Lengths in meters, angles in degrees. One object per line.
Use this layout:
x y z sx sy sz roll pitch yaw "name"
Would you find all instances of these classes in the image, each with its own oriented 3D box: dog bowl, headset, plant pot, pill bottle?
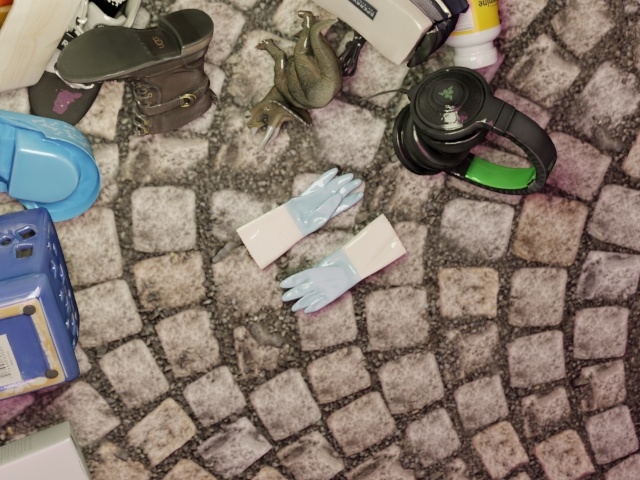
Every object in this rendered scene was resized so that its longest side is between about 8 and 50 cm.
-0.488 -0.125 1.791 0.297 0.074 0.166 10 128 -15 "dog bowl"
0.208 -0.217 1.897 0.394 0.243 0.185 27 72 -2 "headset"
-0.498 0.117 1.779 0.236 0.212 0.236 -15 125 -8 "plant pot"
0.242 -0.380 1.909 0.103 0.103 0.184 -16 109 -9 "pill bottle"

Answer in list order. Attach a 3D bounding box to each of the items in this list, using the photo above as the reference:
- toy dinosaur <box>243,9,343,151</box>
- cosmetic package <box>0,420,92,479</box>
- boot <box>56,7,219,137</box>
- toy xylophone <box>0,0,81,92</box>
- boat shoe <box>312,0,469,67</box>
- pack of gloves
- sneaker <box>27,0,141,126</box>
-0.014 -0.268 1.827 0.121 0.313 0.160 -19 86 -35 "toy dinosaur"
-0.512 0.407 1.956 0.231 0.085 0.117 -20 109 -9 "cosmetic package"
-0.269 -0.231 1.770 0.263 0.091 0.229 -18 153 -20 "boot"
-0.456 -0.304 1.640 0.323 0.236 0.081 -44 75 36 "toy xylophone"
0.080 -0.421 1.840 0.340 0.127 0.158 46 47 9 "boat shoe"
0.000 0.000 1.999 0.232 0.046 0.195 -33 99 -6 "pack of gloves"
-0.355 -0.315 1.762 0.122 0.146 0.330 21 101 -20 "sneaker"
